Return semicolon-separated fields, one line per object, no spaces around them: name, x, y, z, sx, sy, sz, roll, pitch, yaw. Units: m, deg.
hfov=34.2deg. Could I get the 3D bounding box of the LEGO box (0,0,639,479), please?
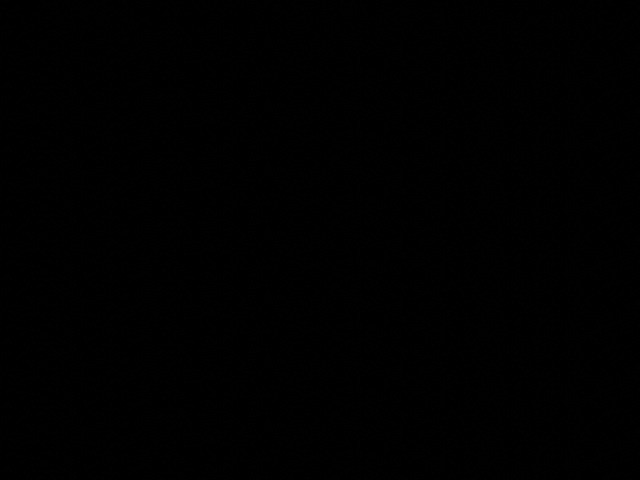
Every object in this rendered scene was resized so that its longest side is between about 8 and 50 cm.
LEGO box;-0.071;-0.015;0.135;0.500;0.372;0.193;10;86;-14
